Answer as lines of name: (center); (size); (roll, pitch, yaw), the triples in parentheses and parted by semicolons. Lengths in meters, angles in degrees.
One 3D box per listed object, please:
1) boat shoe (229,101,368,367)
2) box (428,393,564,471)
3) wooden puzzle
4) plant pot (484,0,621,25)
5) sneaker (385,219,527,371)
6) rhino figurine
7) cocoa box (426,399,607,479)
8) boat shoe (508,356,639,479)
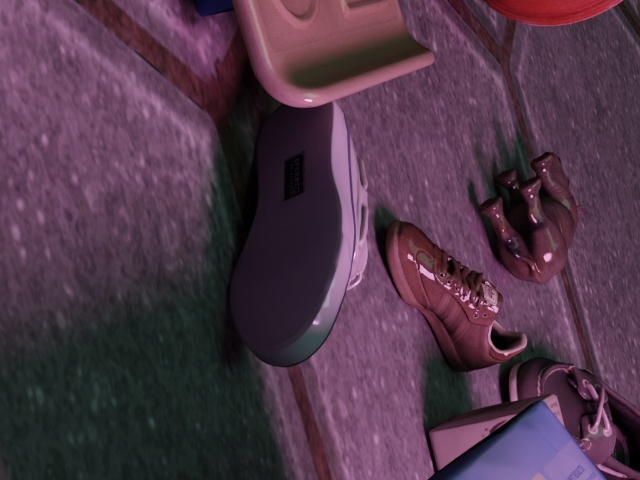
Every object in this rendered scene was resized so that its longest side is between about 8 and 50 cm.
boat shoe: (0.000, 0.000, 1.345); (0.084, 0.095, 0.258); (52, 33, -36)
box: (0.181, 0.278, 1.598); (0.113, 0.094, 0.275); (-12, 87, -67)
wooden puzzle: (-0.044, -0.274, 1.444); (0.348, 0.080, 0.322); (69, 23, -4)
plant pot: (0.190, -0.388, 1.846); (0.265, 0.272, 0.272); (26, 52, -51)
sneaker: (0.120, 0.042, 1.630); (0.188, 0.071, 0.066); (55, 30, -42)
rhino figurine: (0.229, -0.030, 1.929); (0.106, 0.073, 0.243); (66, 22, -11)
cocoa box: (0.079, 0.277, 1.103); (0.231, 0.228, 0.347); (51, 21, 7)
boat shoe: (0.287, 0.187, 1.900); (0.335, 0.095, 0.112); (37, 43, -56)
